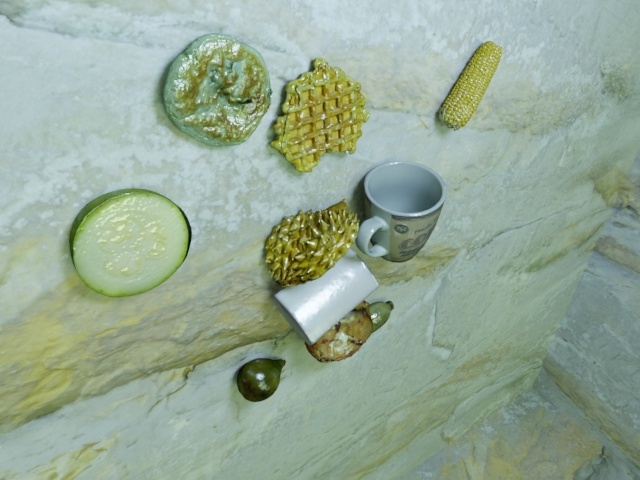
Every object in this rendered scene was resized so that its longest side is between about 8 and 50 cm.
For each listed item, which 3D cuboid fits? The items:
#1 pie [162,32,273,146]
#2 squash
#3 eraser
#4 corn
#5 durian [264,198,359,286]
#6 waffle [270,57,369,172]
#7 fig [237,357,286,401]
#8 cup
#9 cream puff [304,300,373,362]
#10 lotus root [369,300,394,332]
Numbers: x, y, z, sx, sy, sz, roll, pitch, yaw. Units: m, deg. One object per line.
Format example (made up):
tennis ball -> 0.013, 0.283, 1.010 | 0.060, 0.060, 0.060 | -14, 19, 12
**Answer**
pie -> -0.204, -0.298, 0.979 | 0.241, 0.054, 0.240 | -23, 131, -29
squash -> -0.402, 0.003, 1.032 | 0.252, 0.049, 0.252 | -21, 128, -30
eraser -> 0.018, 0.148, 1.374 | 0.270, 0.174, 0.095 | -37, 173, -24
corn -> 0.435, -0.444, 1.385 | 0.260, 0.091, 0.091 | -61, 172, 11
durian -> -0.003, 0.011, 1.266 | 0.305, 0.196, 0.185 | -41, 130, -7
waffle -> 0.003, -0.286, 1.162 | 0.291, 0.051, 0.291 | -22, 131, -29
fig -> -0.160, 0.415, 1.462 | 0.185, 0.127, 0.132 | -10, 111, -31
cup -> 0.208, -0.040, 1.369 | 0.301, 0.227, 0.257 | -39, 145, -31
cream puff -> 0.052, 0.266, 1.508 | 0.240, 0.164, 0.240 | -12, 130, -15
lotus root -> 0.187, 0.271, 1.681 | 0.183, 0.077, 0.090 | -31, 134, -18
